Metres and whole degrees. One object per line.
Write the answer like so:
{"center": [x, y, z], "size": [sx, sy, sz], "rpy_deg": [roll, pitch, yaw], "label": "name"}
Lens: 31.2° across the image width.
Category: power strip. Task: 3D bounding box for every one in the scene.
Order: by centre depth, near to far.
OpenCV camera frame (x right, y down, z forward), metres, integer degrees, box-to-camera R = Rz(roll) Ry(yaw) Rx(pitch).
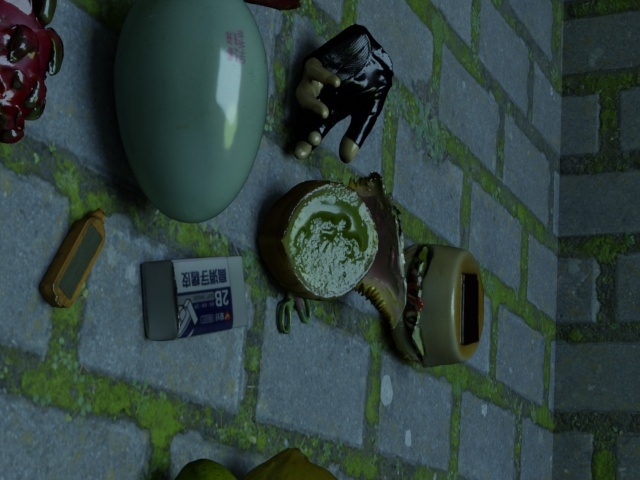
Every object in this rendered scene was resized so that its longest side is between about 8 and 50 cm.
{"center": [-0.340, 0.020, 1.599], "size": [0.049, 0.028, 0.178], "rpy_deg": [60, 37, -40], "label": "power strip"}

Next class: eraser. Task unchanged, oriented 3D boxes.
{"center": [-0.195, 0.089, 1.825], "size": [0.210, 0.068, 0.125], "rpy_deg": [-4, 88, -63], "label": "eraser"}

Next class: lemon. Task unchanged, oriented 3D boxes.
{"center": [-0.045, 0.494, 1.894], "size": [0.236, 0.236, 0.263], "rpy_deg": [21, 38, -60], "label": "lemon"}

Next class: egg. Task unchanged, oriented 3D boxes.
{"center": [-0.190, -0.211, 1.698], "size": [0.230, 0.229, 0.371], "rpy_deg": [-9, 99, -62], "label": "egg"}

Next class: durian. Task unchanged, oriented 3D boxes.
{"center": [0.085, 0.013, 2.296], "size": [0.196, 0.185, 0.305], "rpy_deg": [-90, 163, -78], "label": "durian"}

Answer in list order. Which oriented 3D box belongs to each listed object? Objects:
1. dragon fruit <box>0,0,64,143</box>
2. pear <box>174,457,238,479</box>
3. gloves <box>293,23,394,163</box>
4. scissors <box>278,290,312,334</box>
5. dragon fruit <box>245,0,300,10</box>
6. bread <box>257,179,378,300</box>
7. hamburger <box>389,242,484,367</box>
{"center": [-0.400, -0.249, 1.341], "size": [0.218, 0.198, 0.273], "rpy_deg": [-5, 106, -32], "label": "dragon fruit"}
{"center": [-0.168, 0.440, 1.712], "size": [0.187, 0.187, 0.220], "rpy_deg": [7, 57, -62], "label": "pear"}
{"center": [0.032, -0.268, 2.218], "size": [0.197, 0.152, 0.301], "rpy_deg": [48, 49, -20], "label": "gloves"}
{"center": [-0.052, 0.075, 2.150], "size": [0.133, 0.020, 0.187], "rpy_deg": [-24, 110, -64], "label": "scissors"}
{"center": [-0.100, -0.506, 1.922], "size": [0.315, 0.250, 0.250], "rpy_deg": [68, 29, -63], "label": "dragon fruit"}
{"center": [0.000, 0.000, 2.105], "size": [0.236, 0.070, 0.236], "rpy_deg": [-5, 98, -36], "label": "bread"}
{"center": [0.259, 0.143, 2.582], "size": [0.302, 0.170, 0.302], "rpy_deg": [0, 90, -66], "label": "hamburger"}
